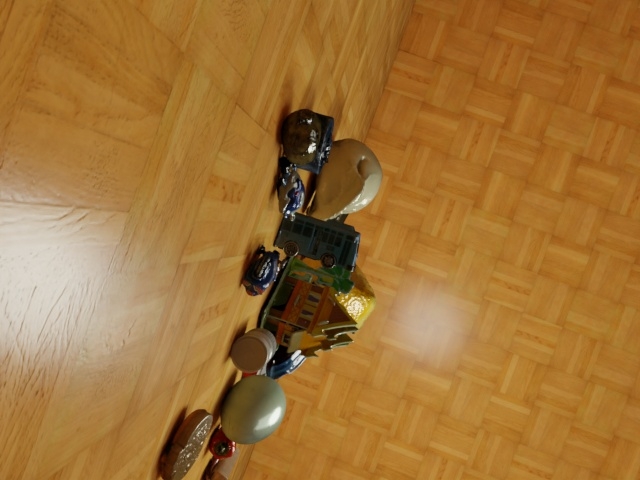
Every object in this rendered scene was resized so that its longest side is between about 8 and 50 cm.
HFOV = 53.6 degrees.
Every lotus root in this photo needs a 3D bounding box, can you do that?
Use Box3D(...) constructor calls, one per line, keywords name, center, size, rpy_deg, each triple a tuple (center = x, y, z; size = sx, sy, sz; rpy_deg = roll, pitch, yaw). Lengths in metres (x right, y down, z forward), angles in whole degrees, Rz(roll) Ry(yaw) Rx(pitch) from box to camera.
Box3D(name="lotus root", center=(-0.042, -0.212, 1.316), size=(0.179, 0.080, 0.089), rpy_deg=(105, 0, -68))

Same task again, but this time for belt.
Box3D(name="belt", center=(-0.013, -0.237, 1.540), size=(0.190, 0.082, 0.141), rpy_deg=(73, 32, -85))

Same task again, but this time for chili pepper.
Box3D(name="chili pepper", center=(-0.296, 0.619, 1.923), size=(0.192, 0.084, 0.086), rpy_deg=(15, 62, -88))

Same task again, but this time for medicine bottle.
Box3D(name="medicine bottle", center=(-0.181, 0.300, 1.744), size=(0.168, 0.105, 0.105), rpy_deg=(12, 98, -85))

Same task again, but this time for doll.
Box3D(name="doll", center=(-0.071, -0.121, 1.466), size=(0.195, 0.070, 0.096), rpy_deg=(89, 25, -44))

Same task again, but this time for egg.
Box3D(name="egg", center=(-0.202, 0.504, 1.884), size=(0.264, 0.183, 0.183), rpy_deg=(-41, 151, -70))

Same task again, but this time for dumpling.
Box3D(name="dumpling", center=(0.053, -0.199, 2.122), size=(0.315, 0.233, 0.395), rpy_deg=(-38, -156, 22))

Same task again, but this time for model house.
Box3D(name="model house", center=(-0.017, 0.234, 2.149), size=(0.242, 0.313, 0.357), rpy_deg=(109, 3, -47))

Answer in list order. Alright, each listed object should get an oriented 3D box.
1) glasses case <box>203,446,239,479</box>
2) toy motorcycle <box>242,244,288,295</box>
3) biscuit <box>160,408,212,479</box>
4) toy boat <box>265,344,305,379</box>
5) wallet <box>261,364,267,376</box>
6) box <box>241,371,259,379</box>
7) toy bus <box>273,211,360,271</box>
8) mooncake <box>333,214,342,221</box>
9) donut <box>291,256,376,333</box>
Box3D(name="glasses case", center=(-0.345, 0.754, 2.109), size=(0.102, 0.070, 0.193), rpy_deg=(-43, -178, 10))
Box3D(name="toy motorcycle", center=(-0.138, 0.078, 1.526), size=(0.114, 0.076, 0.205), rpy_deg=(-61, 178, 4))
Box3D(name="biscuit", center=(-0.296, 0.440, 1.352), size=(0.170, 0.050, 0.170), rpy_deg=(-61, 167, -24))
Box3D(name="toy boat", center=(-0.091, 0.377, 2.233), size=(0.309, 0.129, 0.142), rpy_deg=(-49, 145, -29))
Box3D(name="wallet", center=(-0.227, 0.524, 2.415), size=(0.170, 0.069, 0.231), rpy_deg=(6, 101, -67))
Box3D(name="box", center=(-0.212, 0.409, 2.197), size=(0.229, 0.050, 0.123), rpy_deg=(-65, 174, -48))
Box3D(name="toy bus", center=(0.000, 0.000, 1.783), size=(0.116, 0.234, 0.133), rpy_deg=(-17, 125, -84))
Box3D(name="mooncake", center=(0.060, -0.157, 2.552), size=(0.228, 0.124, 0.228), rpy_deg=(25, 90, -83))
Box3D(name="donut", center=(0.072, 0.168, 2.533), size=(0.163, 0.377, 0.435), rpy_deg=(-46, -171, 14))
